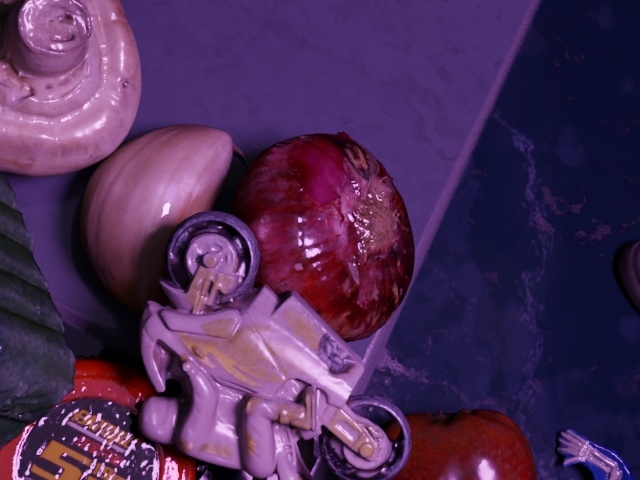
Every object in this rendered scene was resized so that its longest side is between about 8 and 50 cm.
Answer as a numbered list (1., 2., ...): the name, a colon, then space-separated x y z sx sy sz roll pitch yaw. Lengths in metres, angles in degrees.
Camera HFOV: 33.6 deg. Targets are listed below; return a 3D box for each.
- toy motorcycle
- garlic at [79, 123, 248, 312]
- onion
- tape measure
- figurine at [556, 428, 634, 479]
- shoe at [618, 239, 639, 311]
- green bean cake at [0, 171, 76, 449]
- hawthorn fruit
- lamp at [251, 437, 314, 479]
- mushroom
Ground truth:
1. toy motorcycle: -0.073 0.151 1.079 0.223 0.108 0.341 -42 94 1
2. garlic: -0.179 -0.041 1.207 0.164 0.145 0.245 44 64 -40
3. onion: 0.000 0.000 1.212 0.246 0.190 0.246 6 81 -45
4. tape measure: -0.248 0.255 1.123 0.253 0.114 0.260 32 68 -10
5. figurine: 0.375 0.359 1.316 0.262 0.121 0.164 21 46 9
6. shoe: 0.536 0.097 1.397 0.293 0.149 0.109 43 71 -8
7. green bean cake: -0.417 0.088 1.038 0.300 0.169 0.308 -33 60 9
8. hawthorn fruit: 0.149 0.312 1.194 0.208 0.208 0.248 -3 72 -19
9. lamp: -0.069 0.258 1.182 0.121 0.121 0.215 11 90 -16
10. mushroom: -0.308 -0.197 1.122 0.260 0.234 0.254 32 75 -11
